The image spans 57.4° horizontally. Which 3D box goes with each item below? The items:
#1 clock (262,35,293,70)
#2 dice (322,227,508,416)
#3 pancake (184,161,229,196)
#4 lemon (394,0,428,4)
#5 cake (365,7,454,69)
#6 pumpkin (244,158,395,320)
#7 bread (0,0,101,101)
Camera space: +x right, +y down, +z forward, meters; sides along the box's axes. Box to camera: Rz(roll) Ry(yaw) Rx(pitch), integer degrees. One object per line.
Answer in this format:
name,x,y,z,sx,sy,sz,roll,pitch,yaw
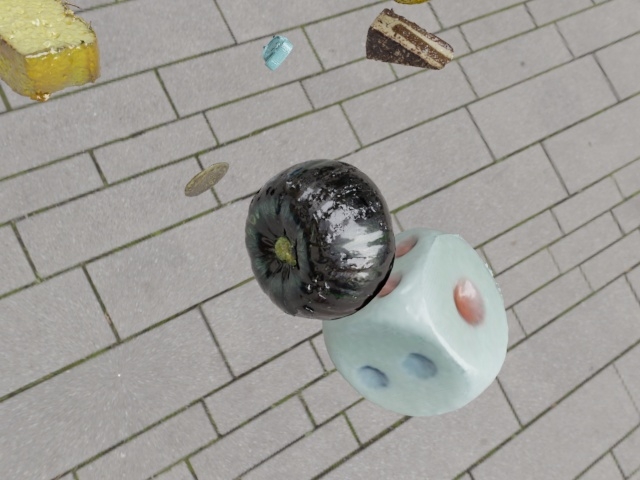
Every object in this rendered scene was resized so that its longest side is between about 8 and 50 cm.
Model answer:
clock,-0.147,-0.621,1.906,0.045,0.147,0.108,35,107,-33
dice,0.182,0.157,1.133,0.264,0.262,0.268,47,43,-17
pancake,-0.231,-0.124,1.192,0.115,0.115,0.011,-32,83,-23
lemon,0.239,-0.695,1.466,0.231,0.192,0.192,-10,80,6
cake,0.249,-0.541,1.678,0.246,0.135,0.112,33,63,5
pumpkin,0.000,0.000,0.821,0.163,0.233,0.233,-17,83,-45
bread,-0.482,-0.324,0.999,0.261,0.147,0.160,35,48,22
